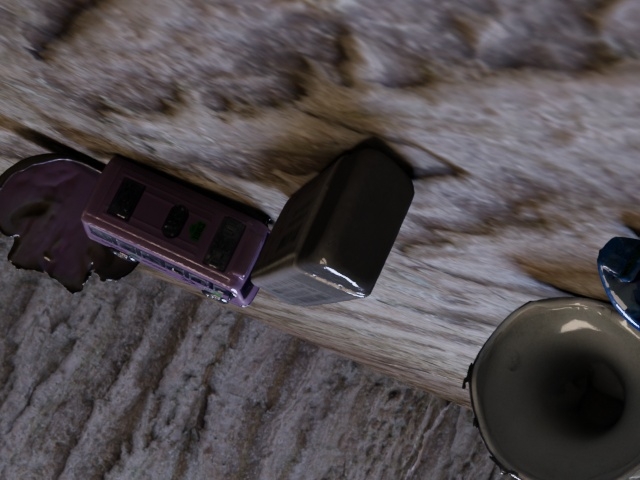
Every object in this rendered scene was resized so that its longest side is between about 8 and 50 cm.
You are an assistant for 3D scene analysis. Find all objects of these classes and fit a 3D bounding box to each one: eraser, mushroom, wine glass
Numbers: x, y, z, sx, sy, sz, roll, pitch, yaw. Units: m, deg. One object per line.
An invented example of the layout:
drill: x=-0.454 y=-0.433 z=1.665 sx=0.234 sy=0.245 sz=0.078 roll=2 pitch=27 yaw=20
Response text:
eraser: x=0.000 y=0.000 z=0.739 sx=0.061 sy=0.089 sz=0.352 roll=27 pitch=171 yaw=-8
mushroom: x=-0.293 y=-0.031 z=1.123 sx=0.188 sy=0.141 sz=0.117 roll=29 pitch=-169 yaw=-25
wine glass: x=0.238 y=0.140 z=0.843 sx=0.164 sy=0.165 sz=0.196 roll=16 pitch=177 yaw=33

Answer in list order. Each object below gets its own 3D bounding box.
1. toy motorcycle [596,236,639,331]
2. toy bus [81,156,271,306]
toy motorcycle: x=0.266 y=0.079 z=0.594 sx=0.254 sy=0.092 sz=0.135 roll=38 pitch=173 yaw=-33
toy bus: x=-0.147 y=-0.009 z=1.019 sx=0.198 sy=0.096 sz=0.108 roll=24 pitch=167 yaw=2
